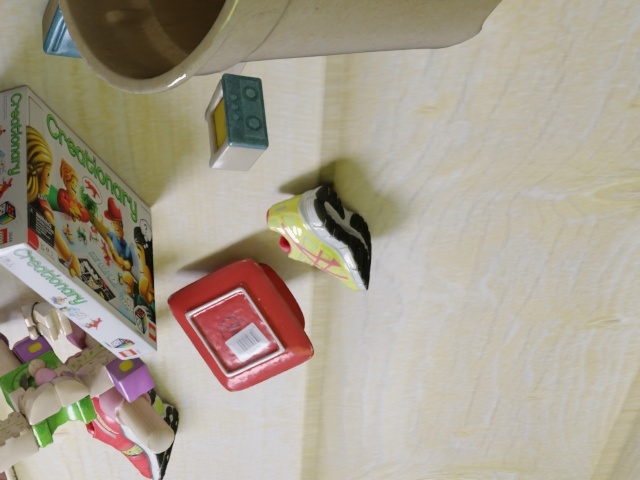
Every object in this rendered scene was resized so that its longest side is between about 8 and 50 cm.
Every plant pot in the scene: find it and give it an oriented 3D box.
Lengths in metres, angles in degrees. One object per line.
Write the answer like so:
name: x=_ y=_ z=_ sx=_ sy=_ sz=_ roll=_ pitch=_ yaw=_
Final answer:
plant pot: x=-0.009 y=-0.277 z=1.347 sx=0.305 sy=0.334 sz=0.334 roll=0 pitch=153 yaw=-36

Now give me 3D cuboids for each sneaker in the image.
sneaker: x=0.000 y=0.000 z=2.062 sx=0.094 sy=0.081 sz=0.208 roll=-10 pitch=145 yaw=21
sneaker: x=-0.289 y=0.274 z=2.498 sx=0.118 sy=0.107 sz=0.279 roll=7 pitch=151 yaw=15

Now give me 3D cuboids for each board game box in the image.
board game box: x=-0.271 y=-0.012 z=1.852 sx=0.053 sy=0.193 sz=0.305 roll=-15 pitch=151 yaw=16

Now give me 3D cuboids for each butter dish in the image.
butter dish: x=-0.088 y=0.093 z=2.175 sx=0.160 sy=0.118 sz=0.160 roll=-27 pitch=101 yaw=31

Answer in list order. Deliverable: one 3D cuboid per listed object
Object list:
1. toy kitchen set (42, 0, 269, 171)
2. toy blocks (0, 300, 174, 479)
toy kitchen set: x=-0.154 y=-0.169 z=1.617 sx=0.207 sy=0.166 sz=0.122 roll=5 pitch=150 yaw=-20
toy blocks: x=-0.385 y=0.158 z=2.158 sx=0.288 sy=0.260 sz=0.309 roll=-29 pitch=130 yaw=-18
